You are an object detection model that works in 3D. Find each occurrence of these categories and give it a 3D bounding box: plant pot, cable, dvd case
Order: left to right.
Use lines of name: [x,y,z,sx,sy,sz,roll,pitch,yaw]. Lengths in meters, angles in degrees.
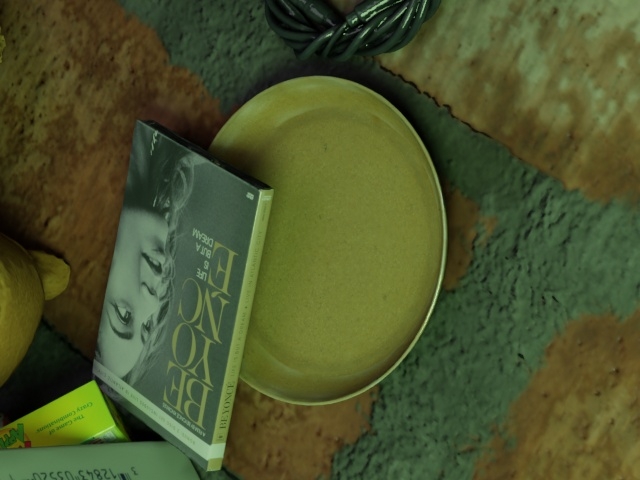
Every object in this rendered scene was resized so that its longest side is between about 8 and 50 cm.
dvd case: [-0.107,0.039,1.440,0.164,0.018,0.221,30,116,45]
plant pot: [0.000,0.000,1.390,0.236,0.032,0.236,-1,88,38]
cable: [0.025,-0.203,1.370,0.184,0.047,0.150,1,89,37]

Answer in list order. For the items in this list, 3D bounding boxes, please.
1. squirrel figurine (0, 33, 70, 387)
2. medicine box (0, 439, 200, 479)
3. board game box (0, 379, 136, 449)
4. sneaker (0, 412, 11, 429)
squirrel figurine: [-0.383,-0.035,1.515,0.370,0.281,0.397,14,87,18]
medicine box: [-0.247,0.284,1.420,0.289,0.263,0.149,-42,64,28]
board game box: [-0.233,0.179,1.468,0.181,0.092,0.043,-27,67,-2]
sneaker: [-0.349,0.193,1.553,0.225,0.093,0.088,-22,61,11]
